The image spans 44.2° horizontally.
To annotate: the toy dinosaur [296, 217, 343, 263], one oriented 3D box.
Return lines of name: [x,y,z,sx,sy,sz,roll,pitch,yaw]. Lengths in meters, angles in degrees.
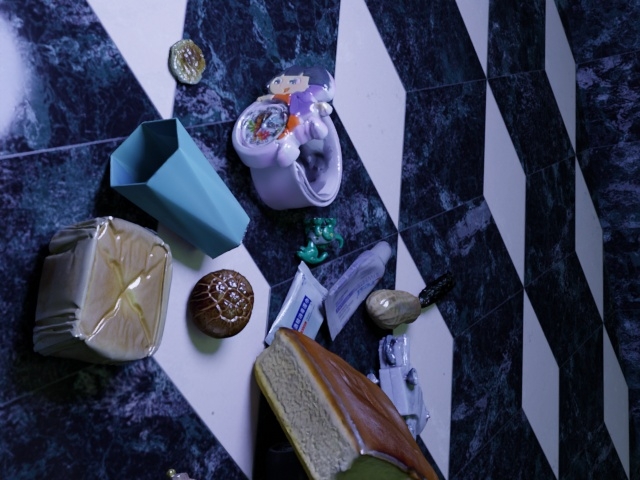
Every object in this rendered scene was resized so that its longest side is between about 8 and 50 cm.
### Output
toy dinosaur: [0.000,0.000,1.652,0.132,0.059,0.096,-1,95,-44]

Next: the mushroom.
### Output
mushroom: [-0.170,0.110,1.385,0.109,0.085,0.126,20,64,-49]

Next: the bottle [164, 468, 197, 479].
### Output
bottle: [-0.263,0.425,1.216,0.209,0.097,0.110,-8,75,-54]

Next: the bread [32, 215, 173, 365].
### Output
bread: [-0.321,0.080,1.176,0.192,0.110,0.209,25,66,-55]

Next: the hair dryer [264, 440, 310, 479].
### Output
hair dryer: [-0.130,0.481,1.387,0.352,0.107,0.189,-5,87,-47]

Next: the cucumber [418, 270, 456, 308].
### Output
cucumber: [0.293,0.129,2.013,0.181,0.053,0.053,-28,108,-48]

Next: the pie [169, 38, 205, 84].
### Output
pie: [-0.238,-0.319,1.409,0.084,0.020,0.084,11,76,-51]

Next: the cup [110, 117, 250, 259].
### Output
cup: [-0.219,-0.078,1.310,0.235,0.148,0.134,47,54,-44]

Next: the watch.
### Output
watch: [-0.030,-0.189,1.534,0.231,0.196,0.244,48,46,-46]

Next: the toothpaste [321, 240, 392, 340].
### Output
toothpaste: [0.081,0.091,1.726,0.099,0.068,0.282,54,44,-13]

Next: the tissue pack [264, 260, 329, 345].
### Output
tissue pack: [-0.040,0.153,1.594,0.122,0.026,0.193,50,49,-35]

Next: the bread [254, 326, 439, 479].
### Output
bread: [0.051,0.348,1.460,0.143,0.333,0.323,-44,134,5]

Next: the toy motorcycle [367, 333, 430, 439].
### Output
toy motorcycle: [0.189,0.346,1.815,0.171,0.110,0.260,13,67,-67]

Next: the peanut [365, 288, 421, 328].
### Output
peanut: [0.174,0.159,1.824,0.194,0.083,0.093,11,77,-52]
